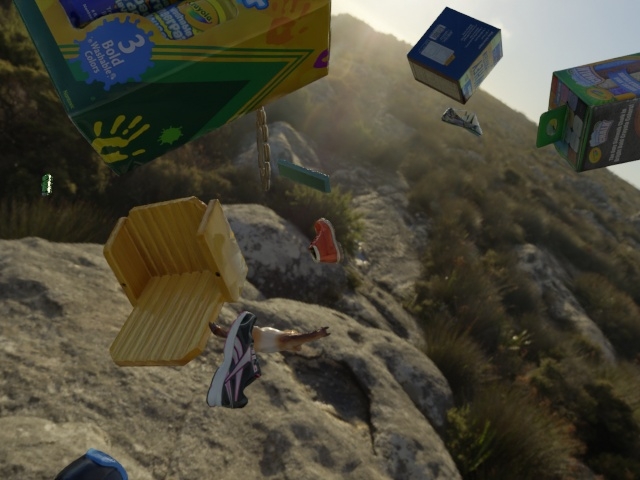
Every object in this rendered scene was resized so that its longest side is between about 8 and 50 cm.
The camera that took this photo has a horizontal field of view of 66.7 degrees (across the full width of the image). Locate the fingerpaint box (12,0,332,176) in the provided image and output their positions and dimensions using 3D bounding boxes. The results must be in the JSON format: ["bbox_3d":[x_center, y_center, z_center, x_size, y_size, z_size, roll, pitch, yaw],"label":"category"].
[{"bbox_3d":[-0.252,-0.383,0.738,0.444,0.371,0.163,58,-11,17],"label":"fingerpaint box"}]

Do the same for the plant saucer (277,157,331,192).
[{"bbox_3d":[-0.054,-0.197,1.501,0.192,0.067,0.018,23,56,25],"label":"plant saucer"}]

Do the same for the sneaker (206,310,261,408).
[{"bbox_3d":[-0.140,0.220,0.881,0.077,0.072,0.178,14,63,2],"label":"sneaker"}]

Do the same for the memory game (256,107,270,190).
[{"bbox_3d":[-0.123,-0.197,1.046,0.012,0.186,0.186,-6,36,-12],"label":"memory game"}]

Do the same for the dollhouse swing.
[{"bbox_3d":[-0.424,0.105,1.255,0.305,0.347,0.315,-58,135,-53],"label":"dollhouse swing"}]

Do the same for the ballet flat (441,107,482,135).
[{"bbox_3d":[0.306,-0.253,1.027,0.114,0.041,0.041,12,32,-30],"label":"ballet flat"}]

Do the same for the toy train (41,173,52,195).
[{"bbox_3d":[-0.701,-0.142,1.244,0.017,0.024,0.083,60,2,-46],"label":"toy train"}]

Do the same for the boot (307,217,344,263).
[{"bbox_3d":[0.000,0.000,1.331,0.085,0.059,0.158,-7,47,-18],"label":"boot"}]

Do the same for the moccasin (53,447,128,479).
[{"bbox_3d":[-0.349,0.454,0.663,0.138,0.341,0.117,7,11,21],"label":"moccasin"}]

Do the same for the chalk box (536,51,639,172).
[{"bbox_3d":[0.465,-0.211,0.814,0.213,0.132,0.132,-10,43,4],"label":"chalk box"}]

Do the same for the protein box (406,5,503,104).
[{"bbox_3d":[0.418,-0.573,1.510,0.201,0.199,0.136,39,1,28],"label":"protein box"}]

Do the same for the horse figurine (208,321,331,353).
[{"bbox_3d":[-0.125,0.226,1.118,0.263,0.174,0.066,7,76,-12],"label":"horse figurine"}]
